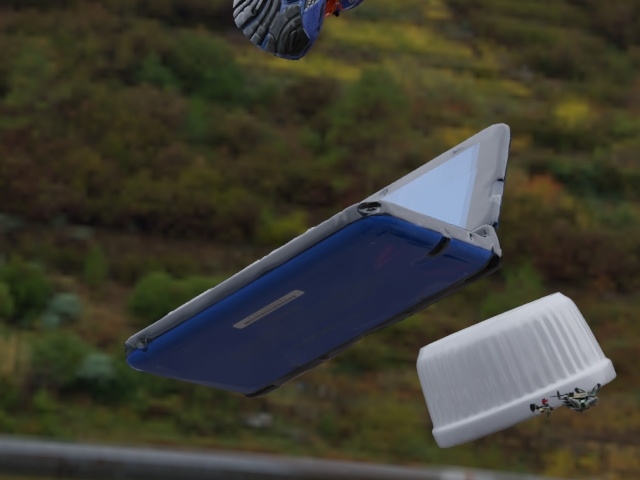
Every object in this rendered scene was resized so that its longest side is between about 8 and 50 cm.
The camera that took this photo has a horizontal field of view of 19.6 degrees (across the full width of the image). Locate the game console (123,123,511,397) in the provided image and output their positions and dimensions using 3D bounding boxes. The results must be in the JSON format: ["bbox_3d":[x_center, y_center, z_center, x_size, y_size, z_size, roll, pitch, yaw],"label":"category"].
[{"bbox_3d":[0.000,0.000,1.580,0.293,0.173,0.250,-31,-31,32],"label":"game console"}]

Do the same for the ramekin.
[{"bbox_3d":[0.201,0.135,1.987,0.207,0.109,0.207,-22,-4,-2],"label":"ramekin"}]

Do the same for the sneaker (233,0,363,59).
[{"bbox_3d":[0.000,-0.194,1.327,0.087,0.083,0.221,33,34,-16],"label":"sneaker"}]

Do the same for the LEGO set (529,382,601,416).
[{"bbox_3d":[0.242,0.160,1.795,0.083,0.023,0.054,-13,8,-17],"label":"LEGO set"}]
